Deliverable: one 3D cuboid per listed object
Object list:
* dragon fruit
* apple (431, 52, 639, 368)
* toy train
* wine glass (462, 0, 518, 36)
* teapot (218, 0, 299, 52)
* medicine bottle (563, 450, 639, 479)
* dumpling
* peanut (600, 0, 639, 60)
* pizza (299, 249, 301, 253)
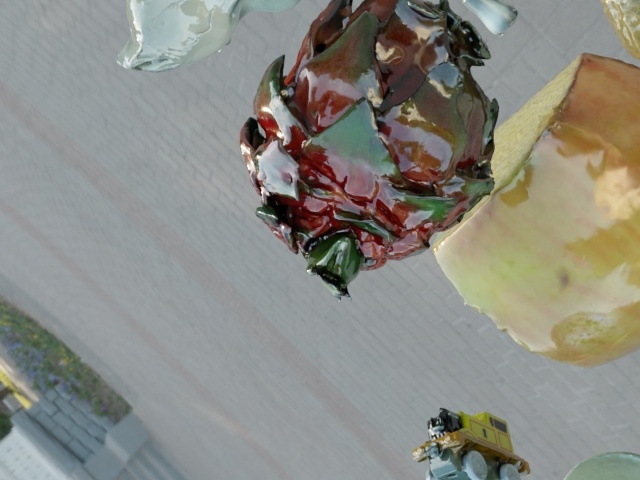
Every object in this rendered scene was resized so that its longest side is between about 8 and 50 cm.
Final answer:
[{"bbox_3d":[0.038,-0.071,0.442,0.182,0.188,0.182,54,-168,-17],"label":"dragon fruit"},{"bbox_3d":[0.316,-0.015,0.736,0.309,0.314,0.252,35,-172,-5],"label":"apple"},{"bbox_3d":[0.226,0.318,0.965,0.219,0.127,0.089,29,131,-31],"label":"toy train"},{"bbox_3d":[0.348,-0.515,1.388,0.155,0.072,0.072,30,153,-17],"label":"wine glass"},{"bbox_3d":[-0.155,-0.503,1.291,0.183,0.251,0.183,38,163,13],"label":"teapot"},{"bbox_3d":[0.344,0.317,0.695,0.147,0.147,0.143,12,160,44],"label":"medicine bottle"},{"bbox_3d":[-0.146,-0.255,0.669,0.108,0.188,0.127,31,-147,-54],"label":"dumpling"},{"bbox_3d":[0.416,-0.240,0.739,0.226,0.108,0.095,34,175,-9],"label":"peanut"},{"bbox_3d":[0.000,0.000,0.816,0.026,0.108,0.123,23,105,57],"label":"pizza"}]
